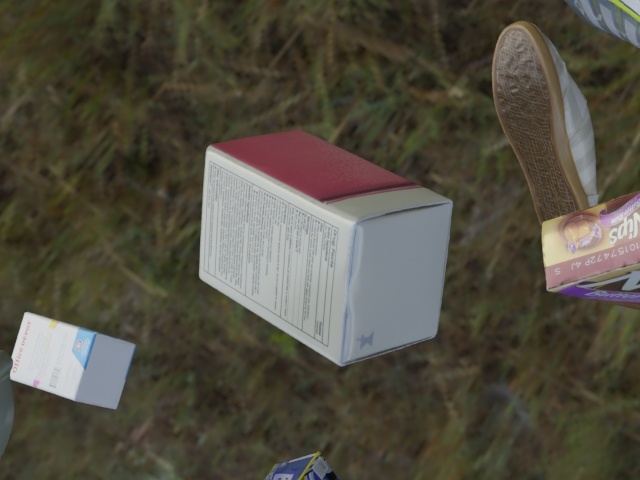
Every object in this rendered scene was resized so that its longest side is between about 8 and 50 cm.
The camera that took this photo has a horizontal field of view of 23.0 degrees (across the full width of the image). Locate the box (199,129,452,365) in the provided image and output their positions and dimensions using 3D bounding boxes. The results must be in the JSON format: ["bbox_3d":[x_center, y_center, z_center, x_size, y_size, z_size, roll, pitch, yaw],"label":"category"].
[{"bbox_3d":[0.000,0.000,1.527,0.232,0.127,0.149,29,122,44],"label":"box"}]

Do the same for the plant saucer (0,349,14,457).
[{"bbox_3d":[-0.403,0.276,1.461,0.100,0.400,0.400,43,149,-2],"label":"plant saucer"}]

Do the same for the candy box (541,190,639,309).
[{"bbox_3d":[0.252,0.013,1.064,0.186,0.053,0.109,11,160,-39],"label":"candy box"}]

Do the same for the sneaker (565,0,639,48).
[{"bbox_3d":[0.291,-0.205,1.342,0.300,0.111,0.121,43,175,10],"label":"sneaker"}]

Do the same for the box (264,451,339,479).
[{"bbox_3d":[-0.042,0.261,1.382,0.059,0.169,0.054,-22,108,38],"label":"box"}]

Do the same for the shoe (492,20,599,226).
[{"bbox_3d":[0.222,-0.108,1.523,0.076,0.058,0.219,-5,105,46],"label":"shoe"}]

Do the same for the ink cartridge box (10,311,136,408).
[{"bbox_3d":[-0.332,0.154,2.058,0.143,0.092,0.090,14,175,33],"label":"ink cartridge box"}]
